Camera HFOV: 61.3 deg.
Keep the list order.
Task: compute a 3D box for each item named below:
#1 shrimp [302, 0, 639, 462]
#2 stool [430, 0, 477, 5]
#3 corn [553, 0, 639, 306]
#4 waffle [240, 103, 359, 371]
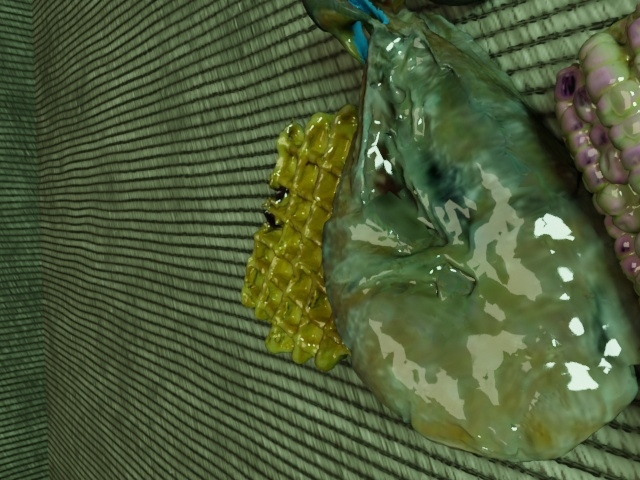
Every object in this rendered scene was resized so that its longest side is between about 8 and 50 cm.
[{"bbox_3d":[0.085,-0.048,0.445,0.221,0.110,0.446,-26,66,15],"label":"shrimp"},{"bbox_3d":[0.116,-0.258,0.437,0.096,0.096,0.110,-19,72,48],"label":"stool"},{"bbox_3d":[0.232,0.021,0.298,0.126,0.126,0.335,-26,74,47],"label":"corn"},{"bbox_3d":[0.001,0.001,0.614,0.309,0.065,0.284,-25,75,43],"label":"waffle"}]
